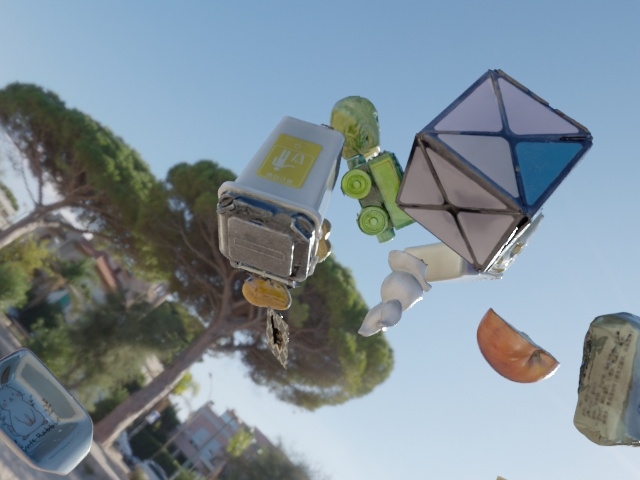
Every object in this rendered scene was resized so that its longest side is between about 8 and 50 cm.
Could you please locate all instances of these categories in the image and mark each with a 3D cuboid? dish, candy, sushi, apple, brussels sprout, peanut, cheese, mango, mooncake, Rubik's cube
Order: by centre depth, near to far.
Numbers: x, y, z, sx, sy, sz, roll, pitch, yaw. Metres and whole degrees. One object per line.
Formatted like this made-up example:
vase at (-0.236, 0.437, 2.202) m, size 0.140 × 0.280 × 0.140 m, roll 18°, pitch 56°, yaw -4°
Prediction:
dish at (-0.523, 0.323, 1.119) m, size 0.064 × 0.154 × 0.234 m, roll -41°, pitch -88°, yaw 25°
mooncake at (0.616, 0.276, 1.202) m, size 0.250 × 0.255 × 0.136 m, roll 15°, pitch -2°, yaw -26°
Rubik's cube at (0.403, -0.161, 1.471) m, size 0.310 × 0.305 × 0.307 m, roll 42°, pitch -25°, yaw 16°
sushi at (-0.096, 0.234, 1.526) m, size 0.126 × 0.026 × 0.120 m, roll 37°, pitch -52°, yaw 54°
cheese at (0.484, 0.000, 1.769) m, size 0.173 × 0.247 × 0.251 m, roll 45°, pitch -52°, yaw 26°
brussels sprout at (0.103, -0.355, 1.998) m, size 0.223 × 0.161 × 0.223 m, roll 174°, pitch -90°, yaw -69°
apple at (0.633, 0.375, 2.060) m, size 0.293 × 0.163 × 0.251 m, roll 34°, pitch 9°, yaw -20°
mango at (-0.185, 0.179, 2.160) m, size 0.178 × 0.115 × 0.090 m, roll 13°, pitch -39°, yaw -17°
candy at (0.473, 0.081, 2.271) m, size 0.358 × 0.208 × 0.145 m, roll -12°, pitch -102°, yaw 61°
peanut at (0.002, 0.001, 2.350) m, size 0.089 × 0.089 × 0.193 m, roll 29°, pitch -50°, yaw 37°

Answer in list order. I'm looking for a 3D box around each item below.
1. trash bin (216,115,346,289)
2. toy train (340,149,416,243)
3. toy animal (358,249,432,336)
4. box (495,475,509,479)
trash bin at (-0.083, -0.100, 1.539) m, size 0.255 × 0.368 × 0.296 m, roll 17°, pitch -38°, yaw 8°
toy train at (0.174, -0.133, 1.814) m, size 0.159 × 0.188 × 0.272 m, roll -54°, pitch 121°, yaw -79°
toy animal at (0.179, 0.144, 1.451) m, size 0.103 × 0.221 × 0.131 m, roll 0°, pitch -34°, yaw 46°
box at (0.484, 0.624, 1.509) m, size 0.089 × 0.022 × 0.156 m, roll 11°, pitch -33°, yaw 39°
